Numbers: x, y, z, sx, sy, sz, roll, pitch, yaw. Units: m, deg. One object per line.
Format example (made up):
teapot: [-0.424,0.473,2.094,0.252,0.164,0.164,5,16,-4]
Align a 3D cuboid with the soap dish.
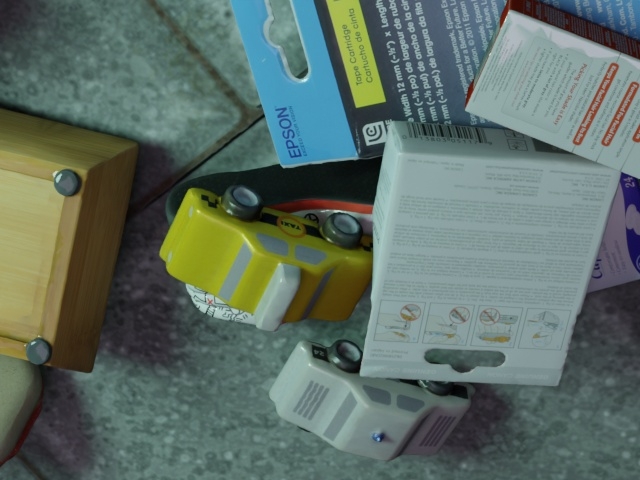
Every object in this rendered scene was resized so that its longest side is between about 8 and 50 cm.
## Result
soap dish: [-0.334,-0.011,1.358,0.291,0.118,0.228,14,102,2]

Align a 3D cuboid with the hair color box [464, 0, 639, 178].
hair color box: [0.209,-0.119,1.157,0.167,0.053,0.093,22,118,-1]

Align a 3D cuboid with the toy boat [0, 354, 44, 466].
toy boat: [-0.400,0.154,1.473,0.231,0.151,0.151,27,145,-3]

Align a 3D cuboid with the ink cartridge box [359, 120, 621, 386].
ink cartridge box: [0.135,0.015,1.252,0.189,0.066,0.232,4,128,-8]

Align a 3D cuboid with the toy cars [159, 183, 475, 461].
toy cars: [0.006,0.097,1.321,0.177,0.087,0.393,-22,129,14]

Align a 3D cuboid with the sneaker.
sneaker: [-0.001,-0.001,1.354,0.270,0.090,0.145,-8,133,-1]

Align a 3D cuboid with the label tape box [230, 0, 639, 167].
label tape box: [0.107,-0.216,1.219,0.348,0.115,0.249,-10,113,16]

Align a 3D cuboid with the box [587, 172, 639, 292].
box: [0.225,-0.020,1.307,0.137,0.072,0.126,-17,110,17]
